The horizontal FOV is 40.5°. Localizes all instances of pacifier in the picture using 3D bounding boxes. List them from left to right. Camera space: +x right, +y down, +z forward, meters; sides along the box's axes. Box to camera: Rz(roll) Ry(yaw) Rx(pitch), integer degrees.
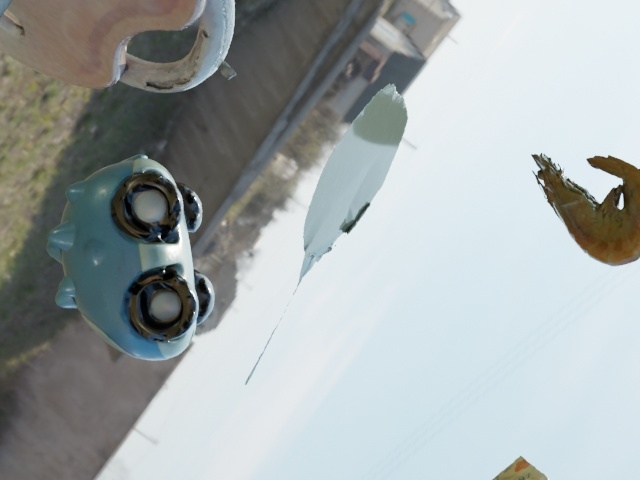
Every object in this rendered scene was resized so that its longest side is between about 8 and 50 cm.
[{"bbox_3d":[-0.208,-0.184,0.556,0.273,0.220,0.332,-19,-176,-35],"label":"pacifier"}]

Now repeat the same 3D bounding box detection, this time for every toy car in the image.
[{"bbox_3d":[-0.240,0.026,1.073,0.190,0.255,0.188,-10,-179,0],"label":"toy car"}]

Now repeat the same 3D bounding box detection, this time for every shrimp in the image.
[{"bbox_3d":[0.406,-0.066,1.299,0.068,0.248,0.150,10,116,-44],"label":"shrimp"}]

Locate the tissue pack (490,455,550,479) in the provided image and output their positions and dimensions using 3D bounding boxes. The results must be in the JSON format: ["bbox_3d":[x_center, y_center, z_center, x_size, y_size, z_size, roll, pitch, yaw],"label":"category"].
[{"bbox_3d":[0.216,0.377,1.032,0.196,0.148,0.092,-38,-167,-8],"label":"tissue pack"}]

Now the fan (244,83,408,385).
[{"bbox_3d":[-0.001,-0.001,0.804,0.310,0.010,0.182,-61,162,4],"label":"fan"}]
